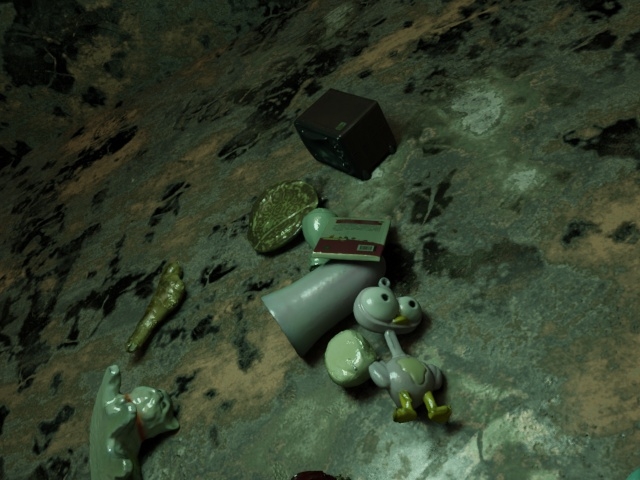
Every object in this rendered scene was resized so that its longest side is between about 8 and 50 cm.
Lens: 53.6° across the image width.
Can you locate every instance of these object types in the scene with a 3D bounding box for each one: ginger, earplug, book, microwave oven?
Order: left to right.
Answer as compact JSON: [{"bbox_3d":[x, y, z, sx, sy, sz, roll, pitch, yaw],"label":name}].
[{"bbox_3d":[-0.474,0.191,1.859,0.147,0.081,0.334,-3,49,40],"label":"ginger"},{"bbox_3d":[0.029,0.125,1.513,0.301,0.172,0.172,-33,39,-6],"label":"earplug"},{"bbox_3d":[0.068,-0.310,1.871,0.188,0.178,0.247,-47,41,-12],"label":"microwave oven"},{"bbox_3d":[0.081,-0.006,1.548,0.162,0.022,0.232,4,23,11],"label":"book"}]

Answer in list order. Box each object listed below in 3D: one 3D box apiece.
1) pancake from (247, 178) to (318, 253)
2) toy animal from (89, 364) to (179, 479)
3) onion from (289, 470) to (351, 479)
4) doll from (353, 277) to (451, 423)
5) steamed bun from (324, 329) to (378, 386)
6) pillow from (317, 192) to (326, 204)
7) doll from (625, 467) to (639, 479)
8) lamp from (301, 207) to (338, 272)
[{"bbox_3d":[-0.117,-0.079,1.840,0.250,0.031,0.250,-21,49,26],"label":"pancake"},{"bbox_3d":[-0.437,0.498,1.511,0.308,0.188,0.266,44,104,39],"label":"toy animal"},{"bbox_3d":[0.013,0.528,1.091,0.281,0.280,0.221,20,109,45],"label":"onion"},{"bbox_3d":[0.164,0.221,1.332,0.160,0.094,0.365,5,45,-16],"label":"doll"},{"bbox_3d":[0.068,0.266,1.387,0.112,0.091,0.130,-41,40,8],"label":"steamed bun"},{"bbox_3d":[-0.080,-0.092,1.874,0.185,0.043,0.118,-43,44,-6],"label":"pillow"},{"bbox_3d":[0.469,0.443,0.953,0.158,0.059,0.159,-27,42,9],"label":"doll"},{"bbox_3d":[0.000,0.000,1.694,0.106,0.106,0.193,-15,55,25],"label":"lamp"}]
